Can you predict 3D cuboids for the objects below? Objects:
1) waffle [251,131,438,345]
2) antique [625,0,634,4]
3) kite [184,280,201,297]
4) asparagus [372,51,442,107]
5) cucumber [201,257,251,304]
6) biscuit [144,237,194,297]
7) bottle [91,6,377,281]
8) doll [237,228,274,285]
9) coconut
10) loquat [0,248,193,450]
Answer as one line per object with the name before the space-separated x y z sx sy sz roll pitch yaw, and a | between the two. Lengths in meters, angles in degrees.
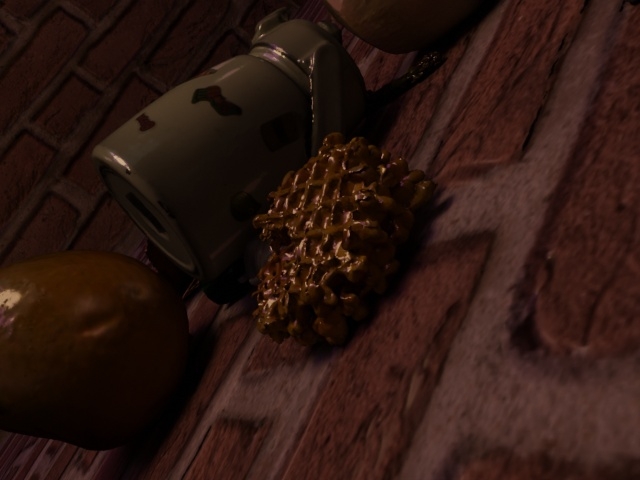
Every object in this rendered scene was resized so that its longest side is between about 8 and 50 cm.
waffle | 0.000 0.000 0.621 0.197 0.070 0.193 -57 29 4
antique | 0.243 -0.275 0.524 0.086 0.088 0.183 -34 25 46
kite | -0.140 0.021 1.051 0.198 0.006 0.244 -47 4 -35
asparagus | 0.083 -0.194 0.922 0.024 0.025 0.248 -14 -2 -26
cucumber | -0.118 0.050 0.940 0.105 0.048 0.048 -34 26 48
biscuit | -0.219 -0.026 1.227 0.237 0.013 0.232 -61 -17 -25
bottle | -0.077 -0.127 0.871 0.352 0.229 0.229 -43 12 -20
doll | -0.018 -0.008 0.756 0.195 0.062 0.104 -36 40 21
coconut | 0.096 -0.347 0.854 0.230 0.227 0.227 -22 34 43
loquat | -0.311 0.132 0.900 0.276 0.284 0.276 -165 90 -71
